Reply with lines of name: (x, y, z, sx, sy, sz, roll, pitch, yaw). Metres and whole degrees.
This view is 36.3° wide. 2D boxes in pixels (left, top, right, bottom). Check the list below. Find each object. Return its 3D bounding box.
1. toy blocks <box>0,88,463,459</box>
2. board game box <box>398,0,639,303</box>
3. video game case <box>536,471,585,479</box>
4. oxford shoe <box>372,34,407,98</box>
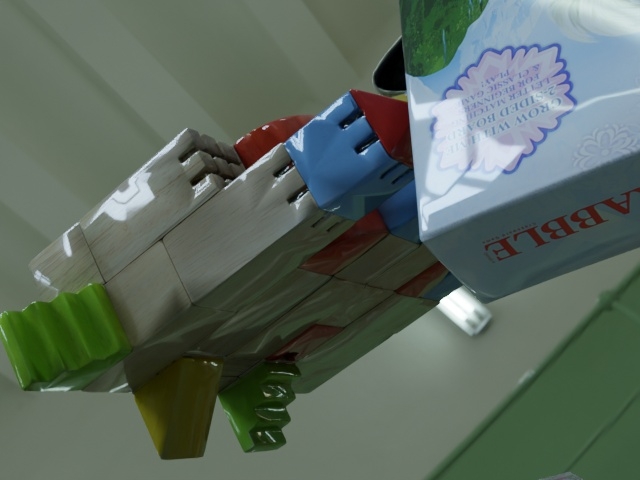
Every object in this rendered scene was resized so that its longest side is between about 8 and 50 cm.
toy blocks: (0.000, 0.000, 0.685, 0.261, 0.191, 0.381, -37, -23, 18)
board game box: (0.184, -0.165, 0.444, 0.318, 0.318, 0.066, -23, -42, 26)
video game case: (0.186, 0.177, 0.587, 0.087, 0.122, 0.011, 10, -77, -55)
oxford shoe: (0.230, -0.265, 1.103, 0.397, 0.140, 0.146, -39, -15, 25)
